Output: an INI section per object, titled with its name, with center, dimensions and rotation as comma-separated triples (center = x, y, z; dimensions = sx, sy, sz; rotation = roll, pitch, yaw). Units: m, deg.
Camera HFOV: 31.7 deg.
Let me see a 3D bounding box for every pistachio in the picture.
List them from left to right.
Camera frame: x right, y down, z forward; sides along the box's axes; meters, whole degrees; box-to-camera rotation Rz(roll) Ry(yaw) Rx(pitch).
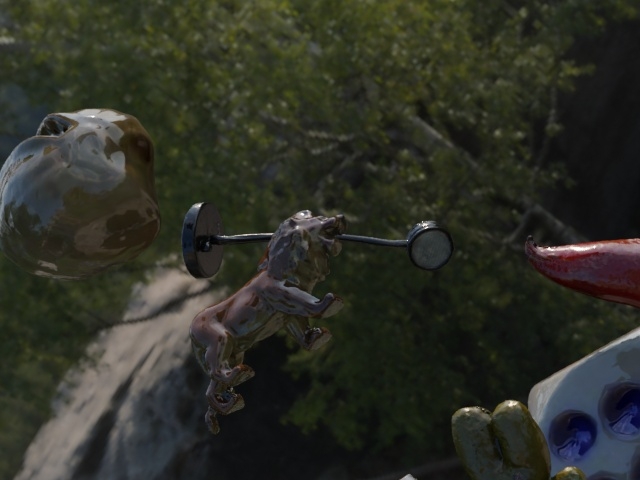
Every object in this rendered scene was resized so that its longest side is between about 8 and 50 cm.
[pistachio]
center = -0.198, -0.032, 0.917
dimensions = 0.129, 0.131, 0.206
rotation = -43, 5, -31

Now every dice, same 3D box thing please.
[dice]
center = 0.418, 0.229, 1.397
dimensions = 0.259, 0.243, 0.251
rotation = -31, -10, 23

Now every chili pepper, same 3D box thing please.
[chili pepper]
center = 0.383, 0.023, 1.038
dimensions = 0.137, 0.369, 0.091
rotation = -125, 43, -58

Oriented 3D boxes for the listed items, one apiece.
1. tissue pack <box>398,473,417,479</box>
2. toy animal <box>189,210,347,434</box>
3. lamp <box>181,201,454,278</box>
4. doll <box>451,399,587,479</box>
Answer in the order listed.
[tissue pack]
center = 0.067, 0.447, 1.249
dimensions = 0.306, 0.238, 0.239
rotation = -24, 1, -35
[toy animal]
center = -0.074, 0.089, 1.437
dimensions = 0.312, 0.097, 0.157
rotation = -39, 59, 11
[lamp]
center = -0.006, -0.014, 1.584
dimensions = 0.371, 0.130, 0.108
rotation = -8, 23, -3
[doll]
center = 0.169, 0.243, 0.972
dimensions = 0.137, 0.209, 0.097
rotation = -23, 0, 31
